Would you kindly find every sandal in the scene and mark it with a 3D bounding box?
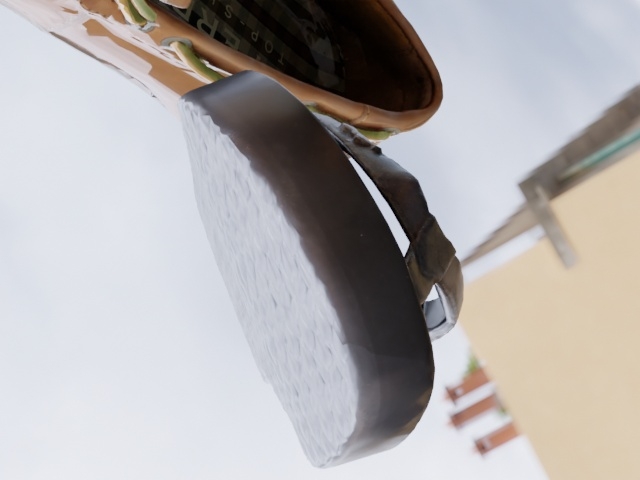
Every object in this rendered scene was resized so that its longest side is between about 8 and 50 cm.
[{"bbox_3d":[0.000,-0.001,0.449,0.254,0.054,0.097,-163,53,-84],"label":"sandal"}]

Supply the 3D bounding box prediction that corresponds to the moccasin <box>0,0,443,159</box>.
[{"bbox_3d":[-0.080,-0.145,0.688,0.380,0.147,0.139,44,-127,-39],"label":"moccasin"}]
